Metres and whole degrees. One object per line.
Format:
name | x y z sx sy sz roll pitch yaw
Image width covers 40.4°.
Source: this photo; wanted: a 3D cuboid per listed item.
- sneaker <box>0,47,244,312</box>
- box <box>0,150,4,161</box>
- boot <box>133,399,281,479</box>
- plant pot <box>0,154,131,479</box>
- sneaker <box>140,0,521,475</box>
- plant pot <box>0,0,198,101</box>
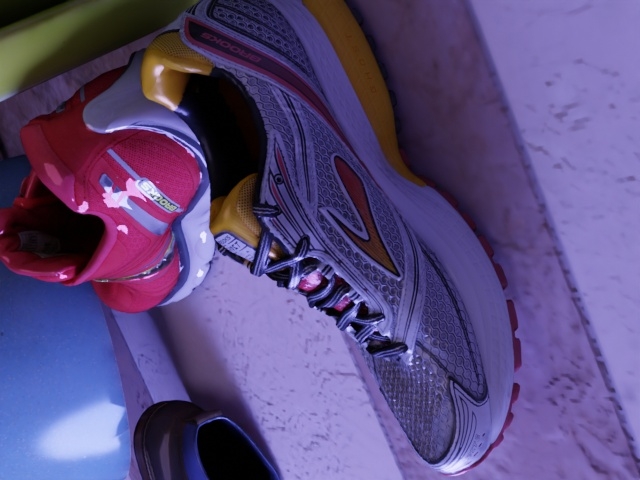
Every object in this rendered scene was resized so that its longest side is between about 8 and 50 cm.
sneaker | -0.129 -0.016 0.498 0.107 0.118 0.279 55 156 10
box | -0.397 -0.159 0.770 0.128 0.123 0.256 8 119 52
boot | -0.065 0.217 0.627 0.106 0.082 0.219 -27 89 60
plant pot | -0.300 0.092 0.709 0.290 0.195 0.290 39 138 48
sneaker | 0.000 0.000 0.366 0.225 0.093 0.088 60 147 3
plant pot | -0.185 -0.178 0.381 0.227 0.228 0.207 28 140 41
